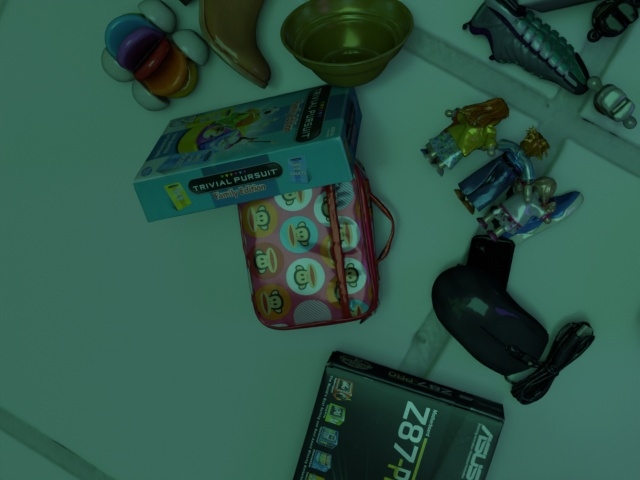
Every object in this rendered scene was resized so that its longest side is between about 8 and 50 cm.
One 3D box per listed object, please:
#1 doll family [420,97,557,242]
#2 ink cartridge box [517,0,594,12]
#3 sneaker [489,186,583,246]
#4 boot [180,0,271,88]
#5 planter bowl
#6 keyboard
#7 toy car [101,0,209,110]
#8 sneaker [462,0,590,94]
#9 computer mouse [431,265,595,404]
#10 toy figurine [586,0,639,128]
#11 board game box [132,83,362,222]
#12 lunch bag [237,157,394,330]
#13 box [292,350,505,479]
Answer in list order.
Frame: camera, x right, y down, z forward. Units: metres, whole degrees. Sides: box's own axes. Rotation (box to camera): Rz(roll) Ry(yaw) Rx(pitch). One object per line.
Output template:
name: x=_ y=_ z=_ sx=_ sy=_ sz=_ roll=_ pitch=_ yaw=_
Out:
doll family: x=0.274 y=-0.132 z=1.511 sx=0.163 sy=0.118 sz=0.263 roll=-40 pitch=68 yaw=10
ink cartridge box: x=0.420 y=-0.571 z=1.407 sx=0.285 sy=0.166 sz=0.395 roll=-7 pitch=95 yaw=25
sneaker: x=0.352 y=-0.059 z=1.565 sx=0.152 sy=0.058 sz=0.085 roll=-31 pitch=99 yaw=19
boot: x=-0.115 y=-0.423 z=1.603 sx=0.220 sy=0.109 sz=0.283 roll=-37 pitch=81 yaw=9
planter bowl: x=0.047 y=-0.316 z=1.556 sx=0.217 sy=0.217 sz=0.090 roll=2 pitch=135 yaw=11
keyboard: x=0.266 y=0.076 z=1.611 sx=0.100 sy=0.038 sz=0.192 roll=12 pitch=109 yaw=8
toy car: x=-0.297 y=-0.320 z=1.622 sx=0.182 sy=0.136 sz=0.159 roll=44 pitch=103 yaw=3
sneaker: x=0.338 y=-0.307 z=1.544 sx=0.224 sy=0.083 sz=0.098 roll=45 pitch=132 yaw=0
computer mouse: x=0.302 y=0.149 z=1.568 sx=0.272 sy=0.072 sz=0.188 roll=37 pitch=112 yaw=-2
toy figurine: x=0.522 y=-0.279 z=1.468 sx=0.213 sy=0.148 sz=0.210 roll=0 pitch=102 yaw=9
board game box: x=-0.109 y=-0.152 z=1.542 sx=0.336 sy=0.254 sz=0.079 roll=-11 pitch=118 yaw=12
lunch bag: x=0.000 y=0.000 z=1.618 sx=0.258 sy=0.120 sz=0.293 roll=-7 pitch=97 yaw=8
box: x=0.112 y=0.428 z=1.652 sx=0.318 sy=0.097 sz=0.395 roll=18 pitch=99 yaw=6
